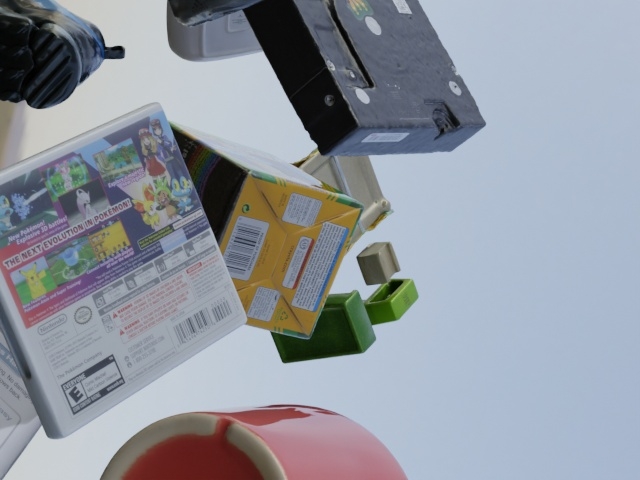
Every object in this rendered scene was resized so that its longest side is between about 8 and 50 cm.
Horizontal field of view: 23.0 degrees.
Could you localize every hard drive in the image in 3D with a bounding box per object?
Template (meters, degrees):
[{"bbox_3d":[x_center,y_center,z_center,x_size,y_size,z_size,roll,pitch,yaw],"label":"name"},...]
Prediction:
[{"bbox_3d":[0.009,-0.238,1.559,0.064,0.237,0.339,-36,-106,32],"label":"hard drive"}]

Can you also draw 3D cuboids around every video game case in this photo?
[{"bbox_3d":[-0.154,0.016,1.128,0.023,0.201,0.183,-12,-77,43],"label":"video game case"}]

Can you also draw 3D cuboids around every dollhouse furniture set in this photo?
[{"bbox_3d":[0.000,0.000,2.318,0.151,0.301,0.197,-7,-157,35],"label":"dollhouse furniture set"}]

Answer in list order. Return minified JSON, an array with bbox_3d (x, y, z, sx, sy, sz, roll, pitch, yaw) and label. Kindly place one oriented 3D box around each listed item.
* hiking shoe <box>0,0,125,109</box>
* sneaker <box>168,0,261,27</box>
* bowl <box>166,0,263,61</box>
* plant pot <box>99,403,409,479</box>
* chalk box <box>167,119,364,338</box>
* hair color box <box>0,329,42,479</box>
[{"bbox_3d":[-0.355,-0.214,1.554,0.113,0.304,0.132,-68,170,21],"label":"hiking shoe"},{"bbox_3d":[-0.048,-0.385,1.308,0.169,0.257,0.447,-11,-146,43],"label":"sneaker"},{"bbox_3d":[-0.103,-0.266,1.811,0.053,0.142,0.142,-122,-151,-44],"label":"bowl"},{"bbox_3d":[-0.071,0.266,1.437,0.243,0.275,0.275,35,66,-66],"label":"plant pot"},{"bbox_3d":[-0.119,-0.026,1.905,0.289,0.179,0.180,33,-76,53],"label":"chalk box"},{"bbox_3d":[-0.365,0.137,1.547,0.113,0.185,0.374,-35,-165,37],"label":"hair color box"}]
